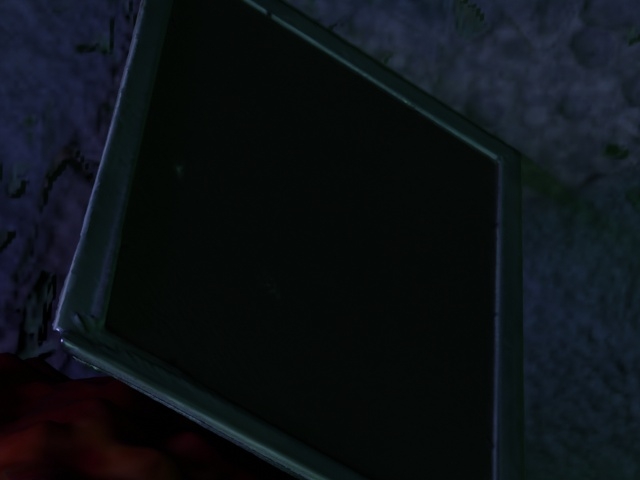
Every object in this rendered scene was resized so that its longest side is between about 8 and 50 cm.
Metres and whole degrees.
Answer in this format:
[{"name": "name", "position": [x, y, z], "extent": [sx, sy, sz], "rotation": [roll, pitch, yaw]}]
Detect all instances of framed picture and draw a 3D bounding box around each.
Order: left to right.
[{"name": "framed picture", "position": [0.000, 0.000, 0.770], "extent": [0.197, 0.252, 0.014], "rotation": [31, 127, -20]}]

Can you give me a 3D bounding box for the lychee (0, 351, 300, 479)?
[{"name": "lychee", "position": [-0.124, 0.260, 0.766], "extent": [0.424, 0.425, 0.500], "rotation": [-5, 146, -7]}]
